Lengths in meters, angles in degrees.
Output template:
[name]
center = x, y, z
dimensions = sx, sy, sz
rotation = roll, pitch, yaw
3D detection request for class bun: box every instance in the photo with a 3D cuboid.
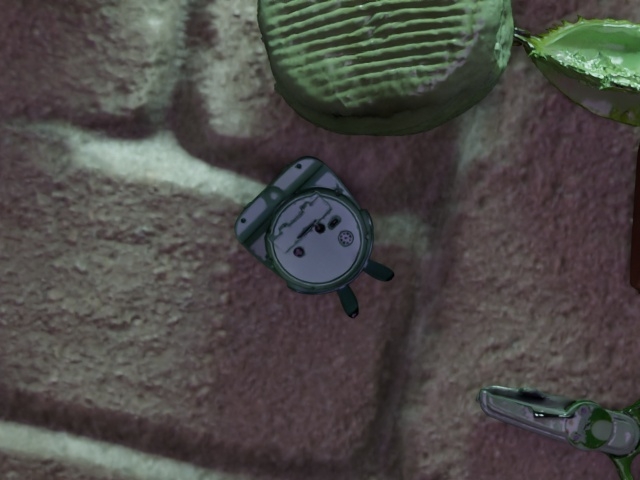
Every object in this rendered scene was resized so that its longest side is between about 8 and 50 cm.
[bun]
center = 0.061, -0.184, 1.447
dimensions = 0.221, 0.108, 0.221
rotation = -2, 84, 18

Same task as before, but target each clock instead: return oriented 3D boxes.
[clock]
center = 0.000, 0.000, 1.500
dimensions = 0.135, 0.041, 0.101
rotation = 44, 92, -2

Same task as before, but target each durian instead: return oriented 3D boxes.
[durian]
center = 0.248, -0.147, 1.464
dimensions = 0.215, 0.100, 0.086
rotation = 19, 95, 21

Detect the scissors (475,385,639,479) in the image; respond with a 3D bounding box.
[scissors]
center = 0.235, 0.164, 1.517
dimensions = 0.204, 0.027, 0.101
rotation = 14, 90, -3

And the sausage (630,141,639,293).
[sausage]
center = 0.287, -0.024, 1.505
dimensions = 0.030, 0.035, 0.147
rotation = 1, 93, -24
